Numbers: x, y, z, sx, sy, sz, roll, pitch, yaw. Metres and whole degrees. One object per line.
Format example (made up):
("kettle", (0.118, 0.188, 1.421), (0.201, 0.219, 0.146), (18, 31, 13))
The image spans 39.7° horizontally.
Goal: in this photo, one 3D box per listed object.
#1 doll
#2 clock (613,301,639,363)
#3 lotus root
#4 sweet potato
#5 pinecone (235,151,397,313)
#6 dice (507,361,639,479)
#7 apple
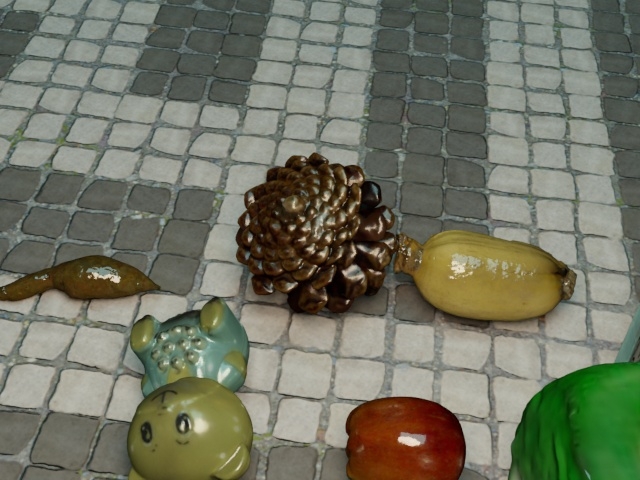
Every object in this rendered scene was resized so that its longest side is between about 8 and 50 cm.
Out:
("doll", (-0.182, 0.232, 1.248), (0.176, 0.162, 0.261), (-14, 45, 10))
("clock", (0.549, 0.123, 1.347), (0.116, 0.231, 0.262), (27, 51, 14))
("lotus root", (0.265, 0.061, 1.452), (0.303, 0.131, 0.146), (10, 24, 2))
("sweet potato", (-0.397, 0.062, 1.448), (0.269, 0.075, 0.075), (-3, 48, -2))
("pinecone", (0.010, 0.000, 1.419), (0.264, 0.264, 0.264), (2, 48, -2))
("dice", (0.397, 0.343, 1.094), (0.286, 0.300, 0.297), (3, 46, -5))
("apple", (0.112, 0.283, 1.221), (0.158, 0.147, 0.156), (13, 21, -7))
